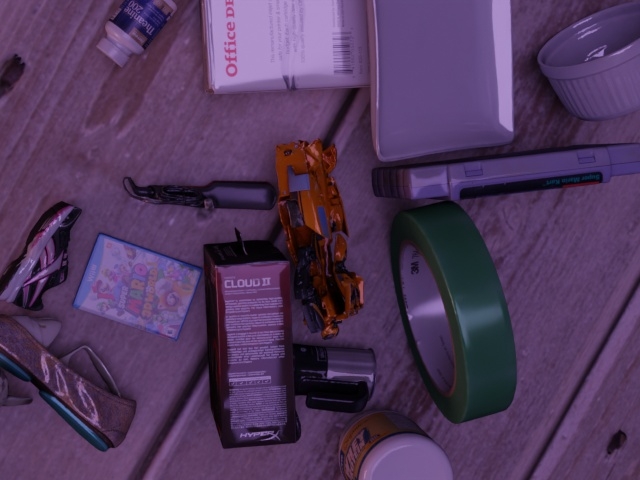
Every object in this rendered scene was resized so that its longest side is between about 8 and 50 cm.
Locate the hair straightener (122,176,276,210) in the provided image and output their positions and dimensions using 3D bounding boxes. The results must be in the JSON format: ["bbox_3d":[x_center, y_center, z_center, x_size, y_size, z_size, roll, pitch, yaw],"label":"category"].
[{"bbox_3d":[-0.177,-0.072,1.751,0.230,0.089,0.047,6,98,-13],"label":"hair straightener"}]

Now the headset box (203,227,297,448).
[{"bbox_3d":[-0.107,0.129,1.726,0.110,0.218,0.293,-3,99,-10],"label":"headset box"}]

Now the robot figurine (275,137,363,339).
[{"bbox_3d":[0.000,0.000,1.741,0.085,0.211,0.291,-11,89,13],"label":"robot figurine"}]

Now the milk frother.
[{"bbox_3d":[0.007,0.239,1.838,0.134,0.129,0.143,6,139,-12],"label":"milk frother"}]

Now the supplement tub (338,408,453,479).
[{"bbox_3d":[0.108,0.343,1.809,0.144,0.199,0.144,-1,97,-12],"label":"supplement tub"}]

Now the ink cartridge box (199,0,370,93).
[{"bbox_3d":[-0.035,-0.325,1.734,0.283,0.117,0.207,-4,98,-12],"label":"ink cartridge box"}]

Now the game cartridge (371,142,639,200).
[{"bbox_3d":[0.274,-0.101,1.771,0.355,0.230,0.068,-7,99,-11],"label":"game cartridge"}]

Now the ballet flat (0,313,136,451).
[{"bbox_3d":[-0.399,0.180,1.744,0.316,0.107,0.106,45,67,-19],"label":"ballet flat"}]

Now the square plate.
[{"bbox_3d":[0.172,-0.302,1.741,0.344,0.049,0.347,-12,101,-46],"label":"square plate"}]

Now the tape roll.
[{"bbox_3d":[0.189,0.104,1.733,0.077,0.321,0.321,-15,100,-9],"label":"tape roll"}]

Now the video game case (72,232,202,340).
[{"bbox_3d":[-0.276,0.071,1.787,0.166,0.015,0.119,20,93,-13],"label":"video game case"}]

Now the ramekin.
[{"bbox_3d":[0.446,-0.270,1.805,0.207,0.207,0.109,-31,113,-6],"label":"ramekin"}]

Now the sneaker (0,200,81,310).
[{"bbox_3d":[-0.399,0.025,1.737,0.077,0.072,0.178,33,98,-26],"label":"sneaker"}]

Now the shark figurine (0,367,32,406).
[{"bbox_3d":[-0.545,0.239,1.727,0.278,0.166,0.116,-36,74,16],"label":"shark figurine"}]

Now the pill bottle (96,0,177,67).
[{"bbox_3d":[-0.268,-0.312,1.712,0.067,0.067,0.120,39,88,-14],"label":"pill bottle"}]
